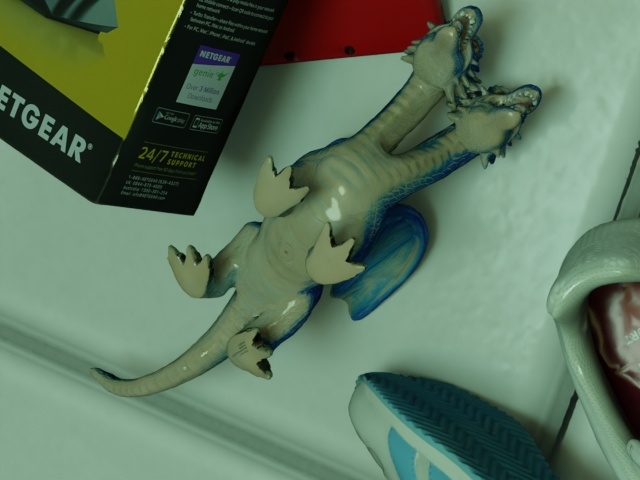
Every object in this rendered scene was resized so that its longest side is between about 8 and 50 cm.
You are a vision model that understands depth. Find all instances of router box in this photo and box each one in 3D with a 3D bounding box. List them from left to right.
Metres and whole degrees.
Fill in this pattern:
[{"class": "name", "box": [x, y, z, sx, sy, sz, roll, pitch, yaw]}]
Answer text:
[{"class": "router box", "box": [-0.144, -0.189, 1.004, 0.309, 0.081, 0.243, 32, 105, 33]}]

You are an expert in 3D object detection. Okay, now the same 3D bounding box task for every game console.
[{"class": "game console", "box": [-0.004, -0.172, 1.029, 0.144, 0.085, 0.124, -3, 61, 21]}]

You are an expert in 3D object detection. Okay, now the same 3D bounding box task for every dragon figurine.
[{"class": "dragon figurine", "box": [0.000, 0.000, 0.999, 0.085, 0.144, 0.289, 48, 127, 10]}]

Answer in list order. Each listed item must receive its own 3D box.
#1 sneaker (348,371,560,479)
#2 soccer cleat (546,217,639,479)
[{"class": "sneaker", "box": [0.078, 0.149, 0.949, 0.228, 0.087, 0.092, 47, 120, 42]}, {"class": "soccer cleat", "box": [0.207, 0.139, 0.897, 0.116, 0.143, 0.331, -36, 81, 19]}]
